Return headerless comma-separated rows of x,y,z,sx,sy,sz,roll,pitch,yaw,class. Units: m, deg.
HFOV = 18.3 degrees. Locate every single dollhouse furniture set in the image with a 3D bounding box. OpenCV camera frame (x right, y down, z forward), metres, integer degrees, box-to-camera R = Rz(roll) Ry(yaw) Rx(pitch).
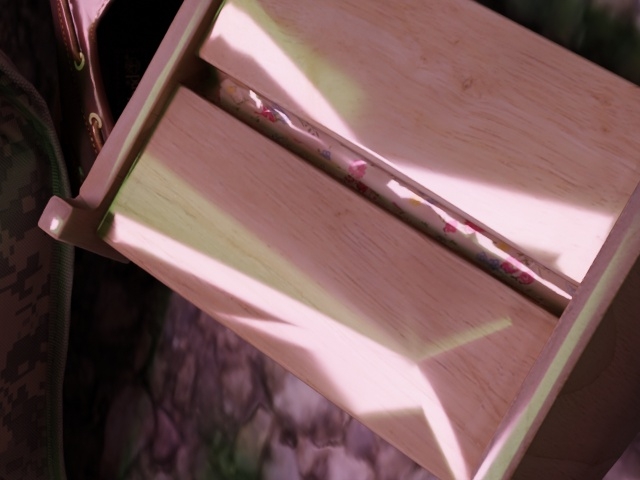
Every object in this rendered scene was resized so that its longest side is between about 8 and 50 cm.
0.000,0.000,0.688,0.303,0.174,0.355,34,97,34,dollhouse furniture set

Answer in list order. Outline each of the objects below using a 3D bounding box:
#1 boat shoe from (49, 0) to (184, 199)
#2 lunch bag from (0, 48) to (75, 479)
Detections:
-0.074,-0.102,0.806,0.073,0.073,0.207,11,109,64,boat shoe
-0.217,-0.003,0.880,0.235,0.169,0.287,41,134,49,lunch bag
